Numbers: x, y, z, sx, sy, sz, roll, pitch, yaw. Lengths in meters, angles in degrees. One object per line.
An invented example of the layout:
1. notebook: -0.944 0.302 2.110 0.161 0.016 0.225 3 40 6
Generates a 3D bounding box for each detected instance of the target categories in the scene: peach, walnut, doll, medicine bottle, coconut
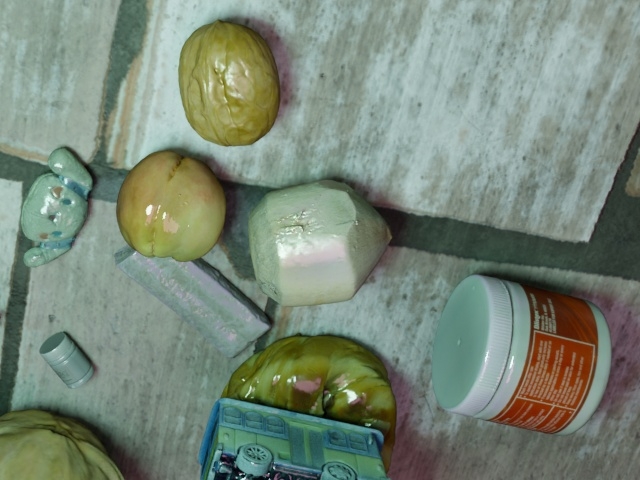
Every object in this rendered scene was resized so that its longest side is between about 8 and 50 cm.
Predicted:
1. peach: -0.241 -0.057 1.721 0.184 0.184 0.184 -3 119 -6
2. walnut: -0.513 0.486 1.876 0.381 0.381 0.381 -3 119 -6
3. walnut: -0.140 -0.242 1.645 0.159 0.159 0.207 -11 120 -1
4. doll: -0.439 -0.051 1.757 0.103 0.071 0.214 13 108 -27
5. medicine bottle: -0.455 0.216 1.904 0.058 0.058 0.091 -28 118 8
6. medicine bottle: 0.355 0.205 1.890 0.241 0.252 0.252 14 116 -15
7. coconut: 0.000 0.000 1.763 0.234 0.224 0.224 -13 119 8

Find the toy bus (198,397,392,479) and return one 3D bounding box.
1. toy bus: -0.046 0.396 1.796 0.312 0.190 0.152 14 111 -10

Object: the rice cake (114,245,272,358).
1. rice cake: -0.220 0.094 1.873 0.106 0.050 0.298 -40 115 14

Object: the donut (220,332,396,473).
1. donut: -0.024 0.349 1.971 0.360 0.170 0.360 -2 117 -4
